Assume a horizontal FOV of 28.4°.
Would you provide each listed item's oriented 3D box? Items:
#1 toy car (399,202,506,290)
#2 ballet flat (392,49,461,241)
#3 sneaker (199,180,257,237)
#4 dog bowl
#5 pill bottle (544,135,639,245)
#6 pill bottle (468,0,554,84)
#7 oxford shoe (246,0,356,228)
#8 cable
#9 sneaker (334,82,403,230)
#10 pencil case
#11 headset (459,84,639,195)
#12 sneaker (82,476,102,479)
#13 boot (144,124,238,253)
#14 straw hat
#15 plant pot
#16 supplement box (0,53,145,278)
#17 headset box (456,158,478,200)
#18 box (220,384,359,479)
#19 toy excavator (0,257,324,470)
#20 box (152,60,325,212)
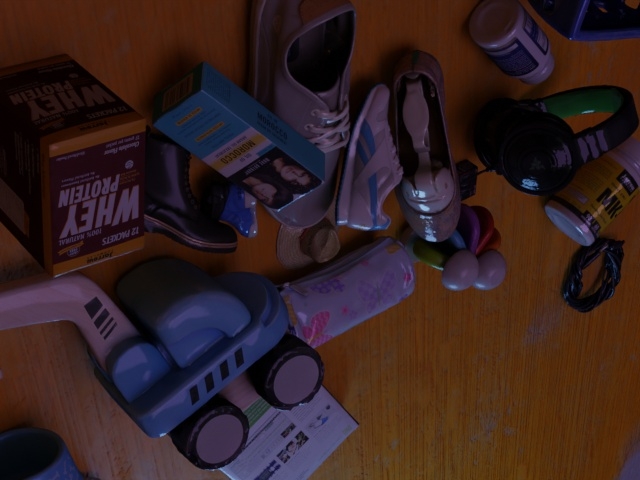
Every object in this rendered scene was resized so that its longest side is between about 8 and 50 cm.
[{"bbox_3d":[0.242,0.001,2.201,0.182,0.159,0.136,1,117,-44],"label":"toy car"},{"bbox_3d":[0.157,-0.137,1.986,0.108,0.106,0.315,-9,106,9],"label":"ballet flat"},{"bbox_3d":[-0.138,-0.046,1.888,0.085,0.058,0.152,-5,159,-4],"label":"sneaker"},{"bbox_3d":[-0.483,0.358,1.794,0.297,0.166,0.074,-21,121,-31],"label":"dog bowl"},{"bbox_3d":[0.542,-0.101,2.443,0.208,0.119,0.119,-47,141,-5],"label":"pill bottle"},{"bbox_3d":[0.319,-0.323,2.073,0.094,0.094,0.169,-53,141,3],"label":"pill bottle"},{"bbox_3d":[-0.019,-0.183,1.833,0.169,0.130,0.449,-30,139,-30],"label":"oxford shoe"},{"bbox_3d":[0.576,0.079,2.673,0.151,0.047,0.184,-10,127,-39],"label":"cable"},{"bbox_3d":[0.083,-0.128,1.955,0.092,0.087,0.228,10,91,-3],"label":"sneaker"},{"bbox_3d":[0.027,0.088,2.102,0.273,0.113,0.124,-24,110,-29],"label":"pencil case"},{"bbox_3d":[0.331,-0.183,2.114,0.394,0.243,0.185,-25,112,-4],"label":"headset"},{"bbox_3d":[-0.438,0.509,1.907,0.366,0.210,0.137,-23,133,-29],"label":"sneaker"},{"bbox_3d":[-0.185,-0.067,1.778,0.198,0.077,0.137,18,102,-31],"label":"boot"},{"bbox_3d":[0.000,0.000,2.047,0.145,0.061,0.144,-24,134,-28],"label":"straw hat"},{"bbox_3d":[0.426,-0.459,1.975,0.236,0.212,0.235,-9,125,-39],"label":"plant pot"},{"bbox_3d":[-0.320,-0.095,1.559,0.129,0.194,0.191,-20,132,-33],"label":"supplement box"},{"bbox_3d":[0.233,-0.097,2.218,0.083,0.032,0.062,-25,135,-30],"label":"headset box"},{"bbox_3d":[-0.082,0.330,2.233,0.232,0.058,0.322,-45,142,-7],"label":"box"},{"bbox_3d":[-0.271,0.132,1.812,0.433,0.222,0.445,-38,126,-15],"label":"toy excavator"},{"bbox_3d":[-0.110,-0.139,1.751,0.101,0.060,0.244,-30,132,31],"label":"box"}]
